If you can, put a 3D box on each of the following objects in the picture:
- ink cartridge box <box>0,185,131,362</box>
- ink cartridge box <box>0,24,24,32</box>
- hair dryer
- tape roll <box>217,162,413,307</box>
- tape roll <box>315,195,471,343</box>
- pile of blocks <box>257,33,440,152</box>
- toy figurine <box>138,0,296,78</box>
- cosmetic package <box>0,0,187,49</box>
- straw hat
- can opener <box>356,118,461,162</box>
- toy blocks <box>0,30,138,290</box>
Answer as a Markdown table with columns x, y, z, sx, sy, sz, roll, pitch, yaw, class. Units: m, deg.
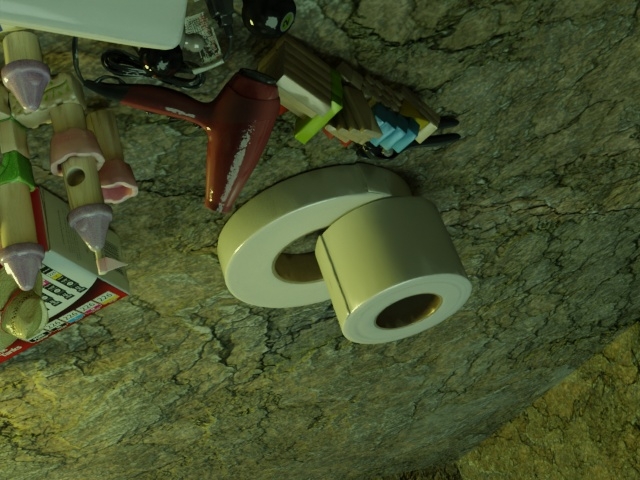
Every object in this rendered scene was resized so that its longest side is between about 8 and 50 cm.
| x | y | z | sx | sy | sz | roll | pitch | yaw | class |
| --- | --- | --- | --- | --- | --- | --- | --- | --- | --- |
| -0.512 | 0.057 | 1.396 | 0.309 | 0.130 | 0.272 | -28 | 148 | 13 | ink cartridge box |
| -0.457 | -0.242 | 0.907 | 0.371 | 0.069 | 0.176 | -14 | -178 | -14 | ink cartridge box |
| -0.164 | -0.173 | 1.146 | 0.224 | 0.293 | 0.080 | -20 | -164 | 8 | hair dryer |
| 0.000 | 0.000 | 1.671 | 0.392 | 0.072 | 0.392 | -15 | 150 | -9 | tape roll |
| 0.130 | 0.057 | 1.602 | 0.246 | 0.169 | 0.246 | -16 | 152 | -9 | tape roll |
| 0.038 | -0.175 | 1.313 | 0.362 | 0.149 | 0.113 | 12 | 138 | -44 | pile of blocks |
| -0.149 | -0.292 | 0.954 | 0.210 | 0.148 | 0.213 | -23 | 134 | 7 | toy figurine |
| -0.295 | -0.328 | 0.542 | 0.394 | 0.327 | 0.329 | 3 | 108 | -35 | cosmetic package |
| -0.420 | 0.104 | 1.258 | 0.144 | 0.061 | 0.144 | -51 | 154 | -37 | straw hat |
| 0.151 | -0.175 | 1.494 | 0.186 | 0.073 | 0.059 | -16 | 112 | -13 | can opener |
| -0.397 | -0.056 | 1.073 | 0.289 | 0.260 | 0.309 | -15 | 162 | 4 | toy blocks |
